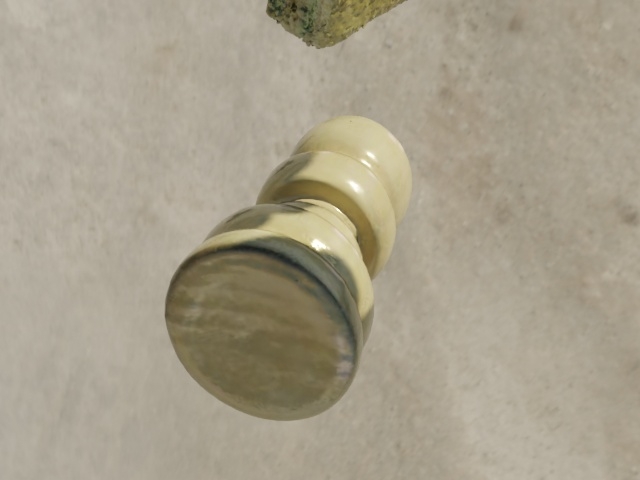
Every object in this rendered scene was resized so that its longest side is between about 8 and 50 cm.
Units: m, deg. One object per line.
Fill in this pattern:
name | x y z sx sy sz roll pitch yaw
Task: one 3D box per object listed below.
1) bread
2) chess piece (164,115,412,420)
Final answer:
bread | 0.040 -0.309 1.436 0.196 0.138 0.102 -36 70 -30
chess piece | 0.000 0.000 1.101 0.167 0.167 0.300 31 37 2
